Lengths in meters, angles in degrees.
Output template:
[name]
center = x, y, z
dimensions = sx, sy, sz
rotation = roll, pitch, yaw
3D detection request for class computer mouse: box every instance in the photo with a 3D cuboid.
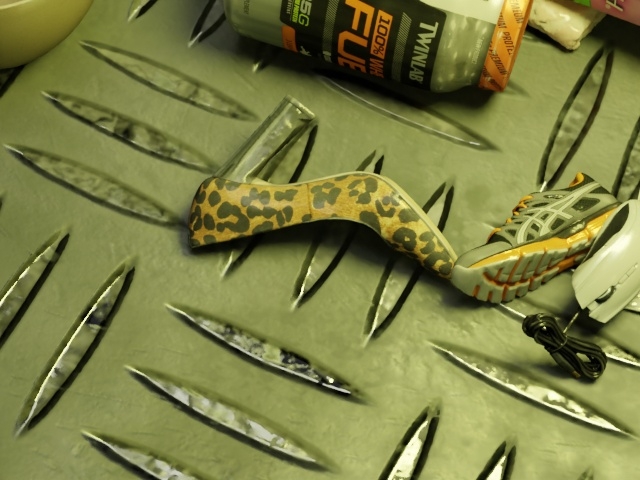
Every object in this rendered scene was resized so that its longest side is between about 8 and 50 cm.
[computer mouse]
center = 0.284, 0.041, 1.369
dimensions = 0.106, 0.042, 0.193
rotation = 41, 75, -23

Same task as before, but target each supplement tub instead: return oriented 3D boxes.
[supplement tub]
center = 0.070, -0.276, 1.502
dimensions = 0.316, 0.193, 0.193
rotation = 17, 60, 8

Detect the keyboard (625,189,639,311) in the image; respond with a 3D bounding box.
[keyboard]
center = 0.372, -0.029, 1.475
dimensions = 0.072, 0.014, 0.256
rotation = 16, 60, 6

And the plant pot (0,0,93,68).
[plant pot]
center = -0.358, -0.294, 1.491
dimensions = 0.284, 0.191, 0.284
rotation = 2, 59, -3

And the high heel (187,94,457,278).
[high heel]
center = 0.000, 0.000, 1.420
dimensions = 0.261, 0.093, 0.186
rotation = 41, 88, 6

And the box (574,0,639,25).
[box]
center = 0.310, -0.359, 1.471
dimensions = 0.243, 0.213, 0.117
rotation = 25, 62, 22

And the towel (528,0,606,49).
[towel]
center = 0.256, -0.413, 1.674
dimensions = 0.332, 0.053, 0.317
rotation = 36, 64, 18

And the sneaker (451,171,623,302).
[sneaker]
center = 0.218, -0.004, 1.417
dimensions = 0.215, 0.084, 0.083
rotation = -20, 63, -26
